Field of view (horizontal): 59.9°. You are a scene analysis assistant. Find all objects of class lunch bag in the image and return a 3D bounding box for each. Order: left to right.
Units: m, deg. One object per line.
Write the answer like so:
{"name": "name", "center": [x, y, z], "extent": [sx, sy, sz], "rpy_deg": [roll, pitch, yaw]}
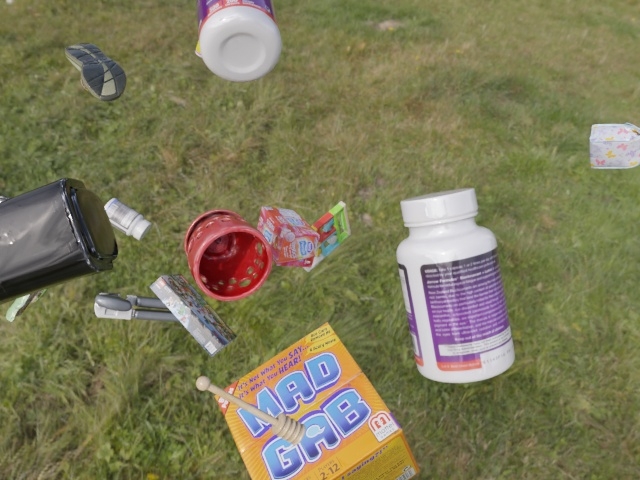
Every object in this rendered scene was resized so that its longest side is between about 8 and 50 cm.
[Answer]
{"name": "lunch bag", "center": [0.510, -0.162, 0.953], "extent": [0.083, 0.071, 0.053], "rpy_deg": [6, 57, 33]}

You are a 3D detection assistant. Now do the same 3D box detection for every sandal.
{"name": "sandal", "center": [-0.656, -0.486, 1.631], "extent": [0.120, 0.086, 0.303], "rpy_deg": [-17, 49, -31]}

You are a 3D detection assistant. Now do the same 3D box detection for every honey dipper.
{"name": "honey dipper", "center": [-0.090, 0.215, 0.716], "extent": [0.161, 0.030, 0.030], "rpy_deg": [36, 35, -18]}

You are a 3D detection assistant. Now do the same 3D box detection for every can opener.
{"name": "can opener", "center": [-0.531, 0.207, 1.661], "extent": [0.280, 0.074, 0.093], "rpy_deg": [9, 3, -29]}

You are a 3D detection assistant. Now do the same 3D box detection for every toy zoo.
{"name": "toy zoo", "center": [0.000, 0.000, 2.173], "extent": [0.293, 0.192, 0.030], "rpy_deg": [-41, 56, -21]}

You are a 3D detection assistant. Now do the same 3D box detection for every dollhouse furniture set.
{"name": "dollhouse furniture set", "center": [-0.483, 0.074, 0.899], "extent": [0.058, 0.152, 0.076], "rpy_deg": [40, 81, -14]}

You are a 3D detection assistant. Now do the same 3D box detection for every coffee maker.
{"name": "coffee maker", "center": [-0.318, 0.017, 0.572], "extent": [0.178, 0.120, 0.171], "rpy_deg": [-20, 26, -2]}

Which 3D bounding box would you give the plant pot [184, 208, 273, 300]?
{"name": "plant pot", "center": [-0.233, 0.026, 1.338], "extent": [0.191, 0.191, 0.174], "rpy_deg": [-11, 26, -26]}

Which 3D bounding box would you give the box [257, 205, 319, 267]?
{"name": "box", "center": [-0.116, -0.015, 1.861], "extent": [0.128, 0.122, 0.257], "rpy_deg": [5, 20, -26]}

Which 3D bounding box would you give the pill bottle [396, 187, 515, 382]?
{"name": "pill bottle", "center": [0.142, 0.045, 0.604], "extent": [0.108, 0.193, 0.108], "rpy_deg": [-11, 7, 1]}

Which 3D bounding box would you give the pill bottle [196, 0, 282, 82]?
{"name": "pill bottle", "center": [-0.197, -0.532, 1.295], "extent": [0.182, 0.181, 0.323], "rpy_deg": [-1, 53, -16]}

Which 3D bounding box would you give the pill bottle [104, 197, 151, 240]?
{"name": "pill bottle", "center": [-0.596, -0.063, 1.706], "extent": [0.137, 0.078, 0.078], "rpy_deg": [33, 40, -6]}

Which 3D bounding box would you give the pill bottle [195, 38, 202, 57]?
{"name": "pill bottle", "center": [-0.323, -0.562, 1.568], "extent": [0.043, 0.083, 0.043], "rpy_deg": [18, 40, -15]}

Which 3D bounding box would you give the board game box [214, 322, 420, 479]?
{"name": "board game box", "center": [0.000, 0.518, 1.481], "extent": [0.356, 0.356, 0.356], "rpy_deg": [-32, 51, -7]}

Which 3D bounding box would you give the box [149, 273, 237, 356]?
{"name": "box", "center": [-0.322, 0.186, 1.431], "extent": [0.233, 0.044, 0.159], "rpy_deg": [47, 2, 3]}
